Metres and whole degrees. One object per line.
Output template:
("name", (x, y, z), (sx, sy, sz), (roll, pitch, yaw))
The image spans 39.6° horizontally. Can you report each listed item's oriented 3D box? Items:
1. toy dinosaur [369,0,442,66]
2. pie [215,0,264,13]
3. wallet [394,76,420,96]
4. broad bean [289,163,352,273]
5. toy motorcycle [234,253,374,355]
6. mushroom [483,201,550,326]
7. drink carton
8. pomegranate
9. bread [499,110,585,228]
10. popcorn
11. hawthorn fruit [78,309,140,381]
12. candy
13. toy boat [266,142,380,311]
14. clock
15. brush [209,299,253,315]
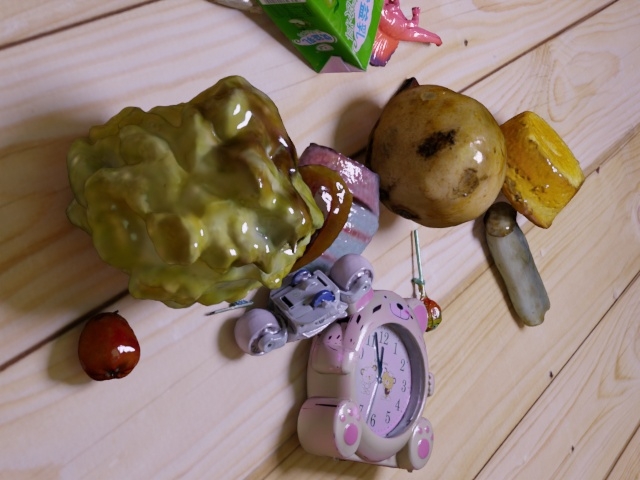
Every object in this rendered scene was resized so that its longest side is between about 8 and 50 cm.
("toy dinosaur", (0.143, -0.385, 1.700), (0.286, 0.070, 0.139), (27, 77, -47))
("pie", (-0.120, -0.455, 1.414), (0.185, 0.052, 0.218), (58, 47, -25))
("wallet", (0.211, -0.185, 1.769), (0.255, 0.031, 0.137), (57, 49, -28))
("broad bean", (-0.058, -0.030, 1.359), (0.228, 0.122, 0.156), (-35, 108, -15))
("toy motorcycle", (-0.020, 0.110, 1.411), (0.254, 0.112, 0.112), (-30, 110, -20))
("mushroom", (0.430, 0.054, 1.960), (0.100, 0.081, 0.312), (-50, 126, -35))
("drink carton", (-0.003, -0.409, 1.459), (0.271, 0.108, 0.161), (40, 60, -56))
("pomegranate", (0.206, -0.144, 1.589), (0.260, 0.260, 0.260), (6, 82, -47))
("bread", (0.454, -0.161, 1.909), (0.268, 0.146, 0.268), (37, 31, -27))
("popcorn", (-0.169, -0.049, 1.150), (0.312, 0.312, 0.312), (6, 82, -47))
("hawthorn fruit", (-0.280, 0.135, 1.173), (0.081, 0.081, 0.093), (17, 45, -46))
("candy", (0.198, 0.078, 1.725), (0.060, 0.060, 0.201), (1, 79, -48))
("toy boat", (0.000, 0.000, 1.482), (0.206, 0.096, 0.282), (29, 74, -34))
("clock", (0.090, 0.232, 1.540), (0.284, 0.114, 0.309), (22, 70, -43))
("brush", (-0.138, 0.102, 1.369), (0.084, 0.016, 0.013), (-13, 83, -48))
